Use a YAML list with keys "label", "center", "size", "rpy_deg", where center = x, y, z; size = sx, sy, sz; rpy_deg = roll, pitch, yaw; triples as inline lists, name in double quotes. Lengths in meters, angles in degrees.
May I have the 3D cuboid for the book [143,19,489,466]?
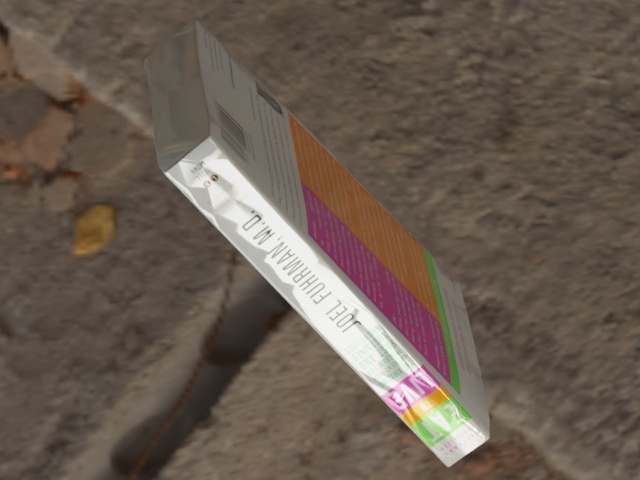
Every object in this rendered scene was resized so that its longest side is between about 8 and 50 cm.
- label: "book"
  center: [0.000, 0.000, 0.590]
  size: [0.035, 0.096, 0.144]
  rpy_deg: [-37, 116, 11]
